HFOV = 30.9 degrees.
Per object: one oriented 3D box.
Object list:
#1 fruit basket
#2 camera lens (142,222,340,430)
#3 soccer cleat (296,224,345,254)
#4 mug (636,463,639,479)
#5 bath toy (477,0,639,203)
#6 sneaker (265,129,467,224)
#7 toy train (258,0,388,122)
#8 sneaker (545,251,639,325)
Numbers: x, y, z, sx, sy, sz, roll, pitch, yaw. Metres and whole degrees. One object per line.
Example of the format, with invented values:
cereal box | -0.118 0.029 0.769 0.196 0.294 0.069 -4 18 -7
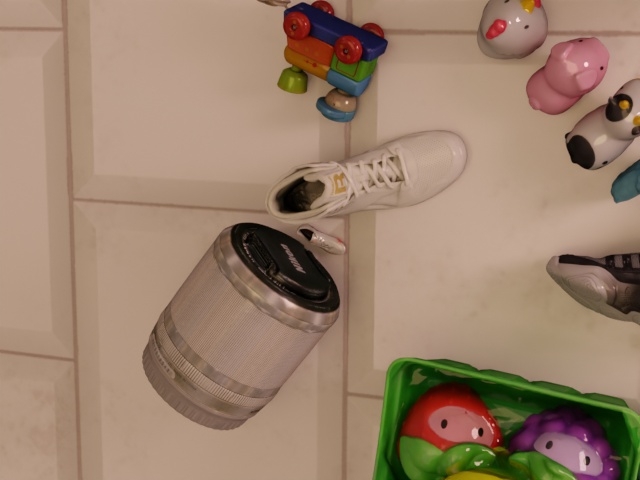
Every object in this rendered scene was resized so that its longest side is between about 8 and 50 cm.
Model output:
fruit basket | 0.242 0.334 1.600 0.392 0.392 0.283 11 104 19
camera lens | -0.120 0.126 1.776 0.219 0.219 0.274 42 111 9
soccer cleat | 0.000 0.000 1.807 0.083 0.035 0.029 31 109 13
mug | 0.490 0.304 1.624 0.158 0.129 0.097 -38 84 21
bath toy | 0.349 -0.211 1.587 0.151 0.129 0.348 -45 82 22
sneaker | 0.064 -0.083 1.698 0.292 0.169 0.108 -18 91 22
toy train | -0.034 -0.287 1.742 0.248 0.105 0.143 27 121 15
sneaker | 0.454 0.035 1.609 0.268 0.101 0.153 19 70 44
